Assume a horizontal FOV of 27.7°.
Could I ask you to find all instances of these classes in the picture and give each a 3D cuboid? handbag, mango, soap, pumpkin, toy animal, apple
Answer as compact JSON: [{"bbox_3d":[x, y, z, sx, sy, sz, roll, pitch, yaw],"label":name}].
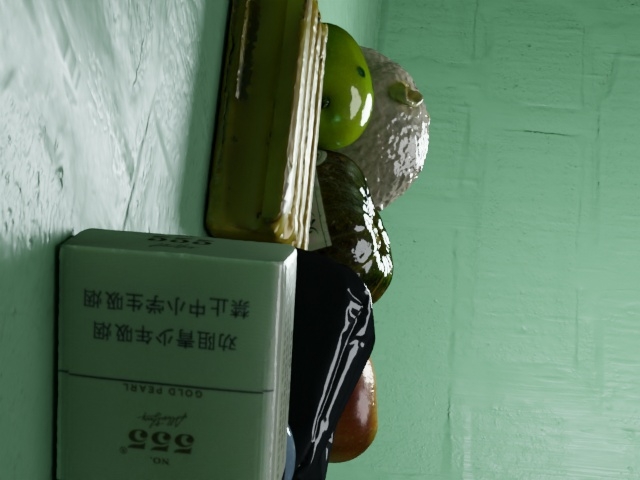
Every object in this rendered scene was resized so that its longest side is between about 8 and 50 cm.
[{"bbox_3d":[-0.050,0.175,1.543,0.302,0.178,0.275,85,26,-71],"label":"handbag"},{"bbox_3d":[0.007,-0.244,2.003,0.293,0.143,0.175,-96,-172,-64],"label":"mango"},{"bbox_3d":[-0.059,-0.144,1.556,0.204,0.096,0.324,65,29,-74],"label":"soap"},{"bbox_3d":[-0.003,0.001,1.918,0.260,0.189,0.260,-18,90,-78],"label":"pumpkin"},{"bbox_3d":[0.071,-0.176,2.220,0.188,0.227,0.358,72,23,-75],"label":"toy animal"},{"bbox_3d":[0.010,0.274,2.273,0.235,0.173,0.210,-98,-174,-74],"label":"apple"}]

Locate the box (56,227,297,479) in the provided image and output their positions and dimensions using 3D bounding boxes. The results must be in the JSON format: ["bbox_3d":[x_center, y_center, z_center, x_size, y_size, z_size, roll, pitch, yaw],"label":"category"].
[{"bbox_3d":[-0.106,0.127,0.949,0.071,0.168,0.259,-58,152,-75],"label":"box"}]

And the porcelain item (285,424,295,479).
[{"bbox_3d":[-0.105,0.226,1.255,0.259,0.141,0.141,-44,138,-71],"label":"porcelain item"}]
